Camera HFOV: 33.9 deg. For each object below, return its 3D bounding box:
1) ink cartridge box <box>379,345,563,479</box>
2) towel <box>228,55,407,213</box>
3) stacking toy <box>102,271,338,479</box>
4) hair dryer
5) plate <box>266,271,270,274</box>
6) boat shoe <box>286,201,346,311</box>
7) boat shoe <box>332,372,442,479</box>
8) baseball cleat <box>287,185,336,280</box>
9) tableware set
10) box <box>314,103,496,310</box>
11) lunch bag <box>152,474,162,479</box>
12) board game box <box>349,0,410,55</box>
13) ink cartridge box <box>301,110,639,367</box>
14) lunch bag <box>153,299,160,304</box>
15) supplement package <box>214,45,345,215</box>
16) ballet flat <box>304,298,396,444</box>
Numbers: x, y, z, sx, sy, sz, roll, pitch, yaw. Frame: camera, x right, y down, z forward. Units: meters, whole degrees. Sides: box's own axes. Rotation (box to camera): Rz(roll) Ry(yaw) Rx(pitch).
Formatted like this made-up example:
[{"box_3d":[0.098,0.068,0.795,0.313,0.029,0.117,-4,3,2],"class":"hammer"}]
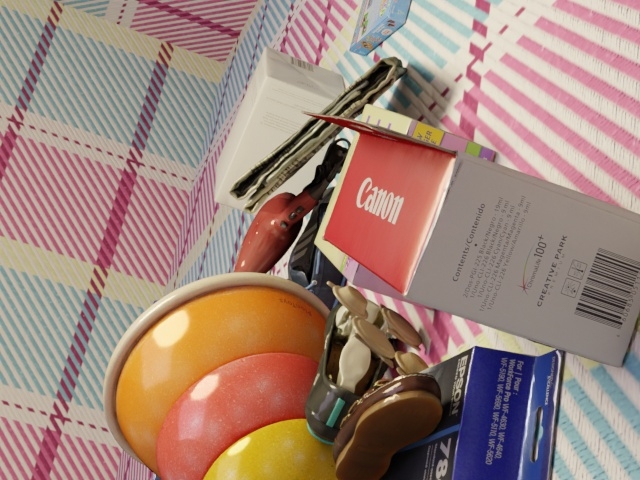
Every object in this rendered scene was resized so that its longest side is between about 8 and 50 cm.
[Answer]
[{"box_3d":[0.126,0.211,1.071,0.332,0.065,0.165,138,148,-61],"class":"ink cartridge box"},{"box_3d":[0.009,-0.168,1.619,0.312,0.056,0.324,-39,3,12],"class":"towel"},{"box_3d":[-0.067,0.293,1.325,0.351,0.350,0.480,-66,31,21],"class":"stacking toy"},{"box_3d":[-0.055,-0.051,1.700,0.294,0.080,0.223,-56,0,4],"class":"hair dryer"},{"box_3d":[-0.182,0.173,2.291,0.277,0.045,0.278,129,155,-56],"class":"plate"},{"box_3d":[-0.012,0.059,1.709,0.109,0.089,0.258,-154,83,-76],"class":"boat shoe"},{"box_3d":[0.062,0.179,1.072,0.207,0.073,0.073,126,156,-50],"class":"boat shoe"},{"box_3d":[0.000,0.000,1.774,0.109,0.072,0.206,163,124,-73],"class":"baseball cleat"},{"box_3d":[0.076,0.111,1.238,0.020,0.141,0.169,-47,26,15],"class":"tableware set"},{"box_3d":[0.102,-0.052,1.373,0.243,0.117,0.214,-133,63,-75],"class":"box"},{"box_3d":[-0.217,0.357,1.584,0.067,0.065,0.098,103,176,-56],"class":"lunch bag"},{"box_3d":[0.121,-0.446,1.938,0.211,0.039,0.160,159,128,-72],"class":"board game box"},{"box_3d":[0.113,-0.016,0.975,0.309,0.271,0.130,-144,74,-76],"class":"ink cartridge box"},{"box_3d":[-0.247,0.286,2.183,0.221,0.138,0.293,-139,42,-61],"class":"lunch bag"},{"box_3d":[-0.085,-0.209,2.133,0.175,0.177,0.293,-99,31,-59],"class":"supplement package"},{"box_3d":[0.050,0.138,1.323,0.280,0.095,0.096,-74,5,-56],"class":"ballet flat"}]
